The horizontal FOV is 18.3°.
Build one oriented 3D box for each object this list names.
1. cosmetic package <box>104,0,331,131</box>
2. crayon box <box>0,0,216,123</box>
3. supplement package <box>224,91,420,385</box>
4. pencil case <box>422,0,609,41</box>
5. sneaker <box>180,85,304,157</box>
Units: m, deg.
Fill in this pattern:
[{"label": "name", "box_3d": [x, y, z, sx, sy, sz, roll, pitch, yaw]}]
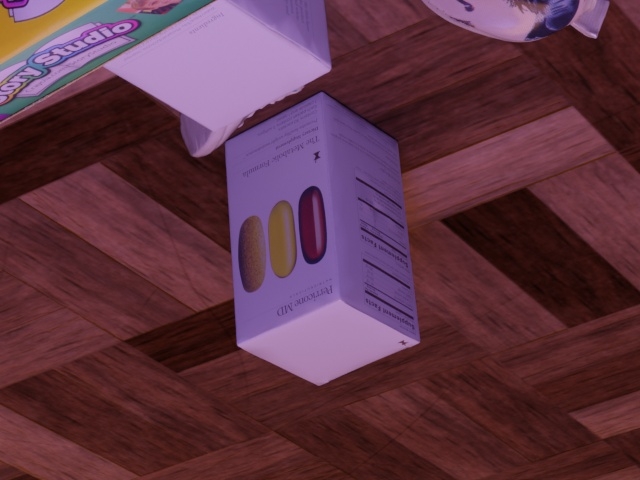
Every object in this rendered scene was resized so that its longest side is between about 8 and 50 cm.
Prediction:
[{"label": "cosmetic package", "box_3d": [-0.117, -0.245, 1.609, 0.138, 0.224, 0.225, -27, 143, 31]}, {"label": "crayon box", "box_3d": [-0.231, -0.272, 1.451, 0.363, 0.313, 0.106, -25, 167, 30]}, {"label": "supplement package", "box_3d": [0.000, 0.000, 2.018, 0.139, 0.244, 0.134, -26, 143, 30]}, {"label": "pencil case", "box_3d": [0.194, -0.332, 1.569, 0.184, 0.160, 0.410, 15, 147, -1]}, {"label": "sneaker", "box_3d": [-0.064, -0.148, 1.934, 0.094, 0.080, 0.212, 0, 150, -31]}]
